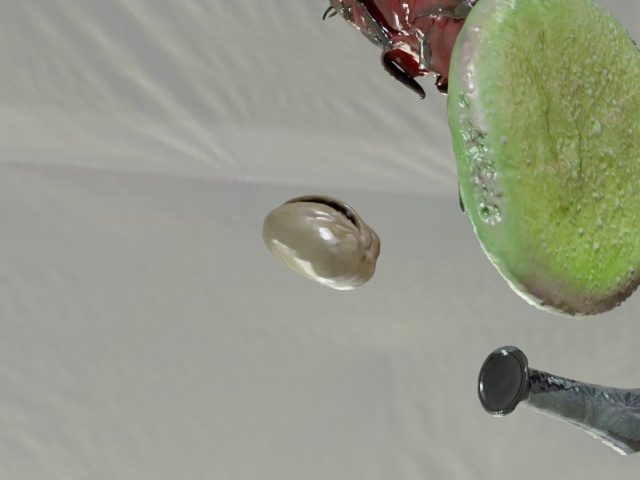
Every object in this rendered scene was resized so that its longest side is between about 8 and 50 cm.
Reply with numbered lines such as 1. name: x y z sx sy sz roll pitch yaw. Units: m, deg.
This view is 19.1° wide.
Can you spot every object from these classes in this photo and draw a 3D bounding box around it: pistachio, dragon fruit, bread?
1. pistachio: 0.000 0.000 2.275 0.113 0.149 0.113 -38 -43 -47
2. dragon fruit: 0.122 -0.274 2.022 0.234 0.293 0.233 11 -90 -72
3. bread: 0.214 -0.081 1.600 0.045 0.301 0.301 -11 -11 43

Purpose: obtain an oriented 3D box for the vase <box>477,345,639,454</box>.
1. vase: 0.202 0.131 1.541 0.167 0.059 0.059 20 -65 -38
